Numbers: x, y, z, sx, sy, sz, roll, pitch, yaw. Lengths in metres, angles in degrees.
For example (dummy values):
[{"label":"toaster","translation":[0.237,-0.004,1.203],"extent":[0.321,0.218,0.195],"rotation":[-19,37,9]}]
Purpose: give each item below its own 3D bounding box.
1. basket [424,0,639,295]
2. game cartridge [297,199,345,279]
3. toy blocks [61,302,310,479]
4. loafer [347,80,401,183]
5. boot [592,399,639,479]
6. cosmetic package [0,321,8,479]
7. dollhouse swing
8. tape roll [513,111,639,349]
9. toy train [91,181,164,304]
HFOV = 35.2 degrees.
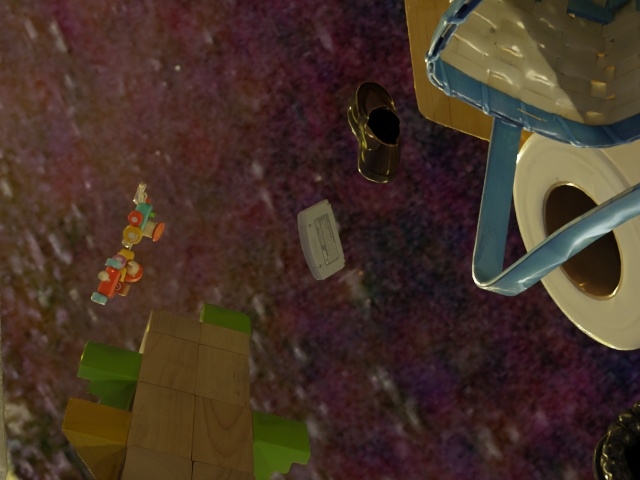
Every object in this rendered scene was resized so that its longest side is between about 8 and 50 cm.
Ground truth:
[{"label":"basket","translation":[0.185,-0.125,0.691],"extent":[0.255,0.201,0.288],"rotation":[136,144,-58]},{"label":"game cartridge","translation":[0.000,0.000,1.157],"extent":[0.017,0.056,0.083],"rotation":[-6,105,36]},{"label":"toy blocks","translation":[-0.142,0.241,0.856],"extent":[0.381,0.191,0.260],"rotation":[-103,31,-69]},{"label":"loafer","translation":[0.097,-0.184,1.581],"extent":[0.220,0.080,0.078],"rotation":[-98,24,-44]},{"label":"boot","translation":[0.445,0.192,1.024],"extent":[0.260,0.348,0.131],"rotation":[63,-175,-70]},{"label":"cosmetic package","translation":[-0.494,0.114,0.837],"extent":[0.327,0.394,0.329],"rotation":[-55,39,43]},{"label":"dollhouse swing","translation":[0.183,-0.259,1.342],"extent":[0.305,0.347,0.315],"rotation":[-3,97,38]},{"label":"tape roll","translation":[0.337,-0.028,1.045],"extent":[0.246,0.169,0.246],"rotation":[55,159,33]},{"label":"toy train","translation":[-0.242,0.014,1.305],"extent":[0.046,0.166,0.125],"rotation":[22,164,-5]}]
